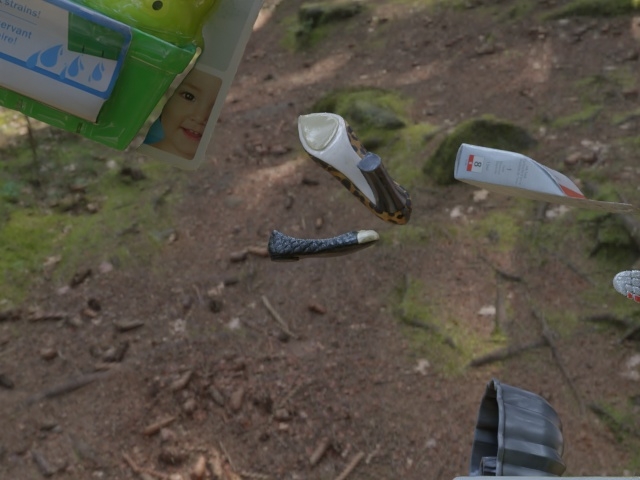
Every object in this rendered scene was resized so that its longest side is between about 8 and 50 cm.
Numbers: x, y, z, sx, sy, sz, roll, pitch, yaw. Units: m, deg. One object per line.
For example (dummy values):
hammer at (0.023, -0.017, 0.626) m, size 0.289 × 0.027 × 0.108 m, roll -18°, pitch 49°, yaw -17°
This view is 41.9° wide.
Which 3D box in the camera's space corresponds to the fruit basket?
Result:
fruit basket at (-0.190, -0.266, 0.679) m, size 0.327 × 0.353 × 0.165 m, roll 21°, pitch 21°, yaw -14°

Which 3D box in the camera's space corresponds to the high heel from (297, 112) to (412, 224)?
high heel at (0.058, -0.125, 1.510) m, size 0.093 × 0.186 × 0.261 m, roll -43°, pitch 46°, yaw -6°

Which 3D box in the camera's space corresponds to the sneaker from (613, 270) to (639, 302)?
sneaker at (0.642, 0.100, 1.623) m, size 0.158 × 0.065 × 0.061 m, roll 13°, pitch 82°, yaw 3°

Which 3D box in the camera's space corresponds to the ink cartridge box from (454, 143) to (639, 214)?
ink cartridge box at (0.248, -0.063, 0.880) m, size 0.179 × 0.045 × 0.145 m, roll 9°, pitch 2°, yaw 28°

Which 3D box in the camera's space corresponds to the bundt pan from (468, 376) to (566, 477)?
bundt pan at (0.335, 0.408, 1.432) m, size 0.124 × 0.330 × 0.330 m, roll 8°, pitch 37°, yaw 5°

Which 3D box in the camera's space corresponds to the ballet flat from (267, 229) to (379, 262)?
ballet flat at (0.000, 0.000, 1.190) m, size 0.173 × 0.049 × 0.057 m, roll -7°, pitch -10°, yaw 23°

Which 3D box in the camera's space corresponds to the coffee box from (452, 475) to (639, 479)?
coffee box at (0.334, 0.487, 0.946) m, size 0.338 × 0.338 × 0.334 m, roll -19°, pitch 41°, yaw 49°
